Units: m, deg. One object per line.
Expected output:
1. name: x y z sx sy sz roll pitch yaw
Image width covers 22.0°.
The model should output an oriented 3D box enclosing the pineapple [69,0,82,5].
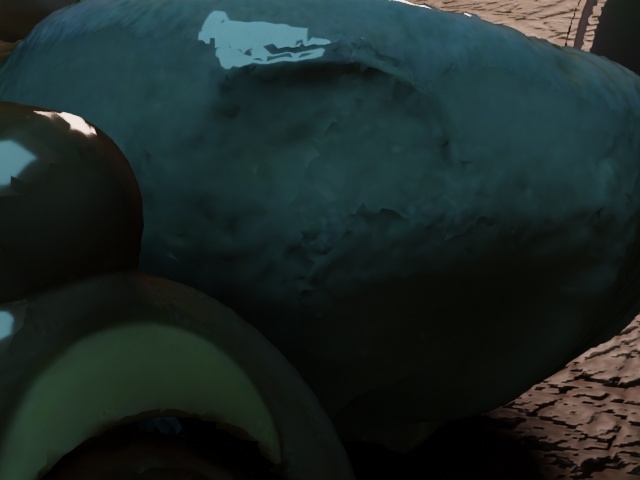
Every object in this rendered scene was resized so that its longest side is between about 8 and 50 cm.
1. pineapple: -0.082 -0.139 1.199 0.193 0.166 0.166 3 28 5

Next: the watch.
1. watch: -0.178 0.147 0.585 0.327 0.314 0.335 -3 36 41

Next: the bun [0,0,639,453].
1. bun: -0.003 -0.001 0.768 0.354 0.194 0.354 4 -6 0

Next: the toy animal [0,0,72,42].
1. toy animal: -0.156 -0.288 1.468 0.345 0.277 0.247 -50 16 -6

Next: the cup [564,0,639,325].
1. cup: 0.305 -0.075 0.849 0.274 0.253 0.253 -20 28 -32
